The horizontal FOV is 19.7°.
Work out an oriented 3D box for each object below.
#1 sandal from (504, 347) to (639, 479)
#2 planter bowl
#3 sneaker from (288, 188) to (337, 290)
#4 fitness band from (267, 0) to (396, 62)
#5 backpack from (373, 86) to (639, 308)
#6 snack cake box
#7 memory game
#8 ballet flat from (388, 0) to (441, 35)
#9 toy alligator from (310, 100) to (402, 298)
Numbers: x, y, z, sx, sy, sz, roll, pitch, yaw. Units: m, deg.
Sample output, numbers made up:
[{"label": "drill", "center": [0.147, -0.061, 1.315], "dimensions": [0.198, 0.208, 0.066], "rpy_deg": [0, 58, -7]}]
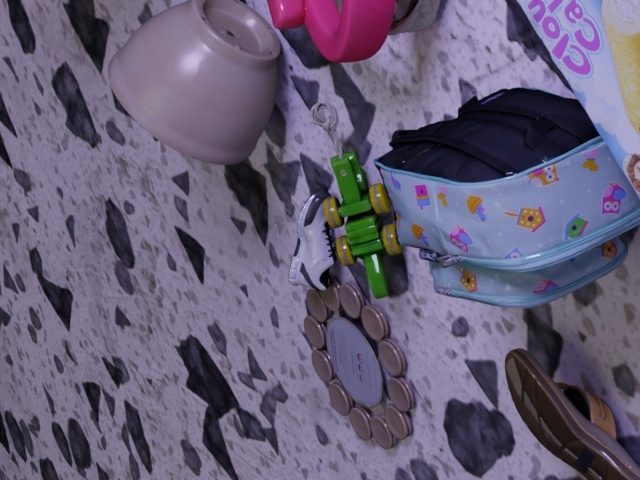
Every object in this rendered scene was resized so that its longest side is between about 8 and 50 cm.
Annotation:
[{"label": "sandal", "center": [0.219, 0.154, 1.496], "dimensions": [0.180, 0.049, 0.072], "rpy_deg": [44, 153, 13]}, {"label": "planter bowl", "center": [-0.104, -0.165, 1.743], "dimensions": [0.109, 0.162, 0.162], "rpy_deg": [-52, 61, 30]}, {"label": "sneaker", "center": [0.000, 0.000, 1.787], "dimensions": [0.043, 0.040, 0.109], "rpy_deg": [21, 123, 21]}, {"label": "fitness band", "center": [-0.003, -0.285, 1.506], "dimensions": [0.209, 0.054, 0.291], "rpy_deg": [133, 125, -64]}, {"label": "backpack", "center": [0.150, -0.033, 1.338], "dimensions": [0.188, 0.165, 0.144], "rpy_deg": [2, 113, 64]}, {"label": "snack cake box", "center": [0.215, -0.164, 1.206], "dimensions": [0.264, 0.089, 0.152], "rpy_deg": [60, 152, 14]}, {"label": "memory game", "center": [0.038, 0.121, 1.834], "dimensions": [0.186, 0.012, 0.186], "rpy_deg": [42, 144, 40]}, {"label": "ballet flat", "center": [0.079, -0.224, 1.450], "dimensions": [0.057, 0.052, 0.168], "rpy_deg": [50, 148, 30]}, {"label": "toy alligator", "center": [0.033, -0.041, 1.682], "dimensions": [0.051, 0.056, 0.190], "rpy_deg": [-53, -54, -74]}]
